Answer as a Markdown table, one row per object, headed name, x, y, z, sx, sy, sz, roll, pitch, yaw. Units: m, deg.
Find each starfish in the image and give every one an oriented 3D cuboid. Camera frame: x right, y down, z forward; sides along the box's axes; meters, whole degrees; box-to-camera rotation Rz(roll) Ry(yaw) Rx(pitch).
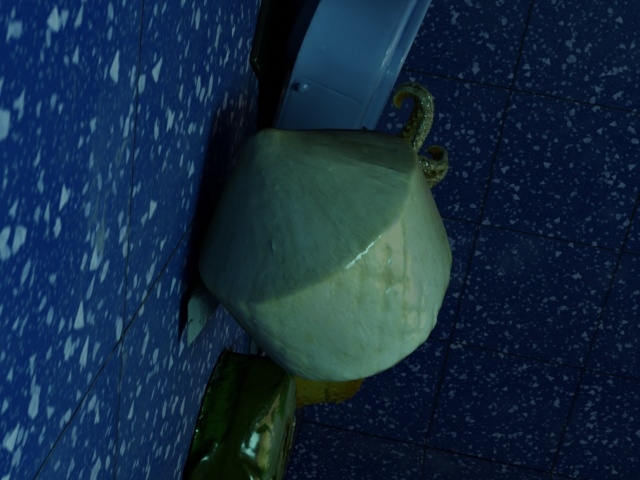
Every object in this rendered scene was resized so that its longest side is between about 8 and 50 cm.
| name | x | y | z | sx | sy | sz | roll | pitch | yaw |
| --- | --- | --- | --- | --- | --- | --- | --- | --- | --- |
| starfish | 0.091 | -0.066 | 1.476 | 0.312 | 0.113 | 0.303 | -53 | 169 | -38 |

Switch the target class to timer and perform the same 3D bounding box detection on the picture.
| name | x | y | z | sx | sy | sz | roll | pitch | yaw |
| --- | --- | --- | --- | --- | --- | --- | --- | --- | --- |
| timer | 0.045 | -0.292 | 1.500 | 0.395 | 0.173 | 0.395 | 23 | 90 | -89 |

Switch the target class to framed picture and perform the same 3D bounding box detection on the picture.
| name | x | y | z | sx | sy | sz | roll | pitch | yaw |
| --- | --- | --- | --- | --- | --- | --- | --- | --- | --- |
| framed picture | -0.047 | -0.373 | 1.425 | 0.244 | 0.013 | 0.323 | 58 | 44 | -83 |

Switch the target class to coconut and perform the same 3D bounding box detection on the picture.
| name | x | y | z | sx | sy | sz | roll | pitch | yaw |
| --- | --- | --- | --- | --- | --- | --- | --- | --- | --- |
| coconut | 0.000 | 0.000 | 1.182 | 0.329 | 0.329 | 0.328 | 11 | 90 | -86 |

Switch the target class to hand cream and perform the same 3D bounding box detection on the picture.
| name | x | y | z | sx | sy | sz | roll | pitch | yaw |
| --- | --- | --- | --- | --- | --- | --- | --- | --- | --- |
| hand cream | -0.133 | 0.052 | 1.254 | 0.194 | 0.042 | 0.067 | -62 | 166 | -58 |

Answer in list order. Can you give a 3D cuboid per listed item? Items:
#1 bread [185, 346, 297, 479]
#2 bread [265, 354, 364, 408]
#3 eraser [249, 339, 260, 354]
| name | x | y | z | sx | sy | sz | roll | pitch | yaw |
| --- | --- | --- | --- | --- | --- | --- | --- | --- | --- |
| bread | -0.117 | 0.347 | 1.597 | 0.382 | 0.129 | 0.366 | -64 | 165 | -76 |
| bread | -0.001 | 0.147 | 1.952 | 0.358 | 0.204 | 0.336 | 68 | 18 | -75 |
| eraser | -0.116 | 0.181 | 1.923 | 0.083 | 0.019 | 0.038 | -69 | 168 | -68 |
